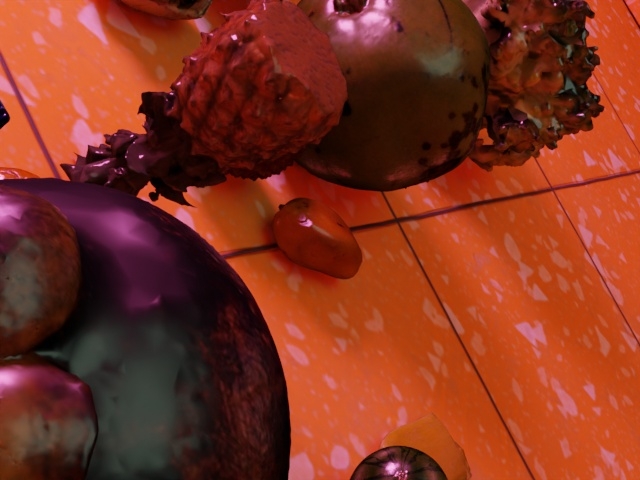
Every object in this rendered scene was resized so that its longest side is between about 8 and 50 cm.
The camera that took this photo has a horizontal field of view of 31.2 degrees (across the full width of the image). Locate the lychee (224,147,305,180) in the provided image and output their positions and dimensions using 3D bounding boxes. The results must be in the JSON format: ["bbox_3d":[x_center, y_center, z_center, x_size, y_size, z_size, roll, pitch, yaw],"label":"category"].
[{"bbox_3d":[-0.076,-0.119,1.123,0.129,0.123,0.123,-17,74,-28],"label":"lychee"}]

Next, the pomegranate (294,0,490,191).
[{"bbox_3d":[0.068,-0.160,1.248,0.254,0.254,0.271,-78,153,-49],"label":"pomegranate"}]

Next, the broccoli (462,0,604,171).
[{"bbox_3d":[0.226,-0.250,1.505,0.324,0.272,0.334,28,10,-40],"label":"broccoli"}]

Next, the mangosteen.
[{"bbox_3d":[-0.171,0.106,0.616,0.330,0.330,0.330,34,38,-32],"label":"mangosteen"}]

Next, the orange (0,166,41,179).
[{"bbox_3d":[-0.233,-0.015,0.857,0.083,0.070,0.083,32,37,-28],"label":"orange"}]

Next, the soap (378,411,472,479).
[{"bbox_3d":[0.110,0.217,1.148,0.168,0.033,0.089,-22,83,-59],"label":"soap"}]

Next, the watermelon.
[{"bbox_3d":[0.066,0.234,1.019,0.109,0.109,0.109,34,38,-32],"label":"watermelon"}]

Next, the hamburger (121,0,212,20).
[{"bbox_3d":[-0.179,-0.269,1.154,0.176,0.087,0.102,36,49,-42],"label":"hamburger"}]

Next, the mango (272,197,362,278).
[{"bbox_3d":[0.000,0.000,1.169,0.114,0.060,0.080,33,23,-30],"label":"mango"}]

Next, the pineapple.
[{"bbox_3d":[-0.102,-0.092,0.937,0.128,0.248,0.128,42,31,-33],"label":"pineapple"}]

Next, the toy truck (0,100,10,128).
[{"bbox_3d":[-0.335,-0.061,0.685,0.124,0.155,0.268,57,34,1],"label":"toy truck"}]
